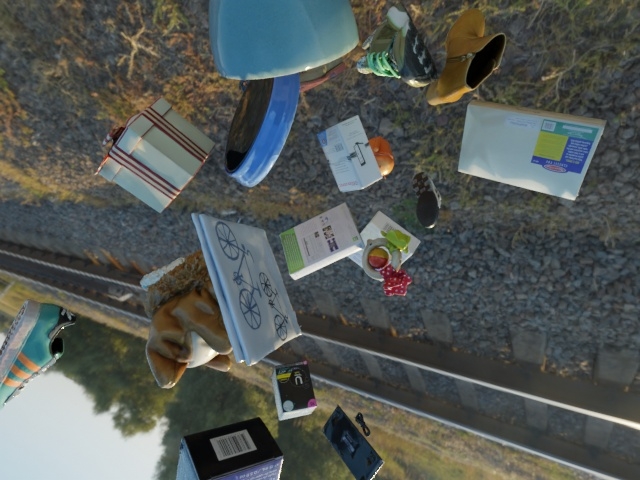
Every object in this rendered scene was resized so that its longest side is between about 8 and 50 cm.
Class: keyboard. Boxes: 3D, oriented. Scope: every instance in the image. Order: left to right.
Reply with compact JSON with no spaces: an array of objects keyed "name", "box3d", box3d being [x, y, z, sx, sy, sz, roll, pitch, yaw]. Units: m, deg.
[{"name":"keyboard","box3d":[0.081,0.471,0.952,0.023,0.108,0.180,32,-178,-39]}]

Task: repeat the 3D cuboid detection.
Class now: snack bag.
[{"name":"snack bag","box3d":[-0.156,0.099,0.935,0.037,0.322,0.342,-23,172,12]}]

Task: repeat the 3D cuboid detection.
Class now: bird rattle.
[{"name":"bird rattle","box3d":[0.256,0.081,1.536,0.207,0.253,0.143,5,-179,39]}]

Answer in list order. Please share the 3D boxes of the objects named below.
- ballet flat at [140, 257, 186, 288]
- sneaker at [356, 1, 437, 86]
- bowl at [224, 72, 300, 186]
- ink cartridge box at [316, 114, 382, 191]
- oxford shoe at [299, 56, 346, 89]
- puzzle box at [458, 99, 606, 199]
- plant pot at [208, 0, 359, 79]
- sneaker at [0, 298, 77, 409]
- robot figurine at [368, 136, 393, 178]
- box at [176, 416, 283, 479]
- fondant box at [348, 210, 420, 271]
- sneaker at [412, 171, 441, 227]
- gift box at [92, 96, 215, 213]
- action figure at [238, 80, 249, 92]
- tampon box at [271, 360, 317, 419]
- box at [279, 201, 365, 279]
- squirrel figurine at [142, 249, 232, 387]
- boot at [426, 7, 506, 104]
[{"name":"ballet flat","box3d":[-0.495,0.132,1.570,0.410,0.146,0.147,4,148,5]},{"name":"sneaker","box3d":[0.189,-0.485,1.072,0.182,0.410,0.158,-28,122,25]},{"name":"bowl","box3d":[-0.194,-0.361,1.224,0.077,0.390,0.391,17,159,-29]},{"name":"ink cartridge box","box3d":[0.088,-0.262,1.239,0.148,0.086,0.203,6,123,65]},{"name":"oxford shoe","box3d":[-0.030,-0.704,1.640,0.123,0.348,0.130,-5,120,42]},{"name":"puzzle box","box3d":[0.691,-0.311,1.364,0.409,0.052,0.272,22,139,28]},{"name":"plant pot","box3d":[-0.085,-0.450,0.744,0.291,0.290,0.195,11,135,27]},{"name":"sneaker","box3d":[-0.679,0.282,0.931,0.121,0.302,0.108,26,-170,-37]},{"name":"robot figurine","box3d":[0.281,-0.402,1.926,0.128,0.219,0.158,8,144,-19]},{"name":"box","box3d":[-0.170,0.449,0.717,0.153,0.206,0.108,0,-161,-34]},{"name":"fondant box","box3d":[0.288,0.036,1.925,0.238,0.096,0.330,37,147,3]},{"name":"sneaker","box3d":[0.552,-0.184,1.988,0.123,0.330,0.146,-27,135,36]},{"name":"gift box","box3d":[-0.544,-0.264,1.286,0.258,0.255,0.276,40,121,-23]},{"name":"action figure","box3d":[-0.249,-0.639,1.557,0.141,0.164,0.275,-7,105,38]},{"name":"tampon box","box3d":[-0.096,0.523,1.400,0.121,0.160,0.101,-4,144,-19]},{"name":"box","box3d":[0.000,0.000,1.659,0.322,0.232,0.058,-24,139,8]},{"name":"squirrel figurine","box3d":[-0.340,0.170,1.212,0.397,0.370,0.281,48,-164,30]},{"name":"boot","box3d":[0.386,-0.475,0.989,0.104,0.294,0.211,27,178,-16]}]
